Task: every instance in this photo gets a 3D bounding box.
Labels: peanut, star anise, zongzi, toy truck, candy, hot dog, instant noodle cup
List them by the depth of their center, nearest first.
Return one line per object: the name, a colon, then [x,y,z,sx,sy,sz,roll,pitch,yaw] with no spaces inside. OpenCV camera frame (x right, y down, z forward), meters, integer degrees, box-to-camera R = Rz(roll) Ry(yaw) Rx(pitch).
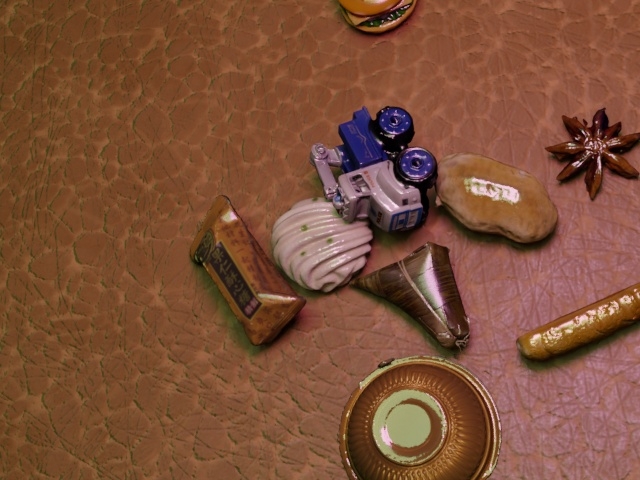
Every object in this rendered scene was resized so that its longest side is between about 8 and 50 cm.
hot dog: [0.449,0.121,1.772,0.285,0.088,0.061,-27,71,8]
instant noodle cup: [0.149,0.303,1.782,0.274,0.091,0.274,-5,69,14]
zongzi: [0.152,0.119,1.864,0.184,0.084,0.187,-24,69,21]
peanut: [0.289,-0.071,1.866,0.224,0.129,0.129,20,77,21]
star anise: [0.466,-0.152,1.884,0.167,0.057,0.168,-6,68,14]
toy truck: [0.090,-0.112,1.889,0.177,0.161,0.213,-18,61,-14]
candy: [-0.140,0.056,1.945,0.143,0.101,0.271,-51,61,24]

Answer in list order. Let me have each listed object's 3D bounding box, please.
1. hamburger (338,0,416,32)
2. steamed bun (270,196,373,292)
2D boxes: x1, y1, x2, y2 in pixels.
hamburger: [0.103,-0.470,2.071,0.162,0.115,0.162,-6,67,14]
steamed bun: [0.000,0.000,1.930,0.182,0.106,0.183,-6,68,15]
